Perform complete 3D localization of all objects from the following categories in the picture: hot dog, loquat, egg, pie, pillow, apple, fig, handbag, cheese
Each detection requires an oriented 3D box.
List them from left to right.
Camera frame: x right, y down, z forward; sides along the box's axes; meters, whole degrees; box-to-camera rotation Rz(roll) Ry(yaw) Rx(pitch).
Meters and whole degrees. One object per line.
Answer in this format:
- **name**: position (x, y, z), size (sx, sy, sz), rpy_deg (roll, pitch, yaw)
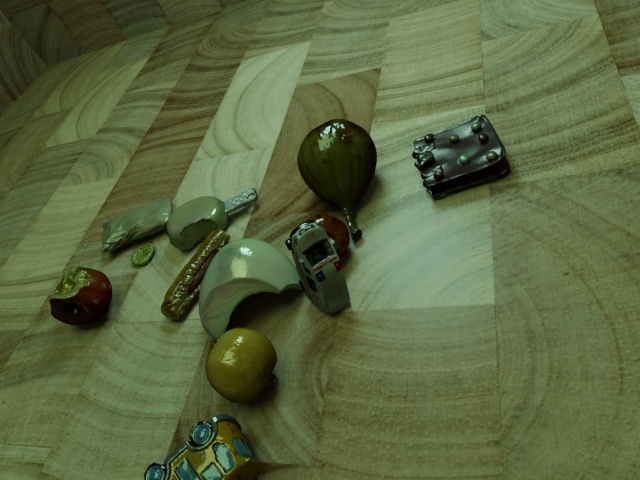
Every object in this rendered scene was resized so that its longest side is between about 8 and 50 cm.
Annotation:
- **apple**: position (-0.658, 0.151, 1.411), size (0.156, 0.147, 0.158), rpy_deg (-50, 25, 26)
- **pillow**: position (-0.586, -0.050, 1.612), size (0.270, 0.067, 0.173), rpy_deg (-24, 38, 6)
- **pie**: position (-0.535, 0.042, 1.533), size (0.084, 0.021, 0.084), rpy_deg (-16, 48, 18)
- **hot dog**: position (-0.334, 0.082, 1.359), size (0.083, 0.068, 0.288), rpy_deg (1, 52, 37)
- **cheese**: position (-0.315, -0.078, 1.487), size (0.287, 0.082, 0.163), rpy_deg (-24, 44, 4)
- **egg**: position (-0.194, 0.087, 1.212), size (0.271, 0.161, 0.206), rpy_deg (-26, 45, 1)
- **loquat**: position (-0.162, 0.258, 1.050), size (0.137, 0.163, 0.163), rpy_deg (-50, 33, 33)
- **fig**: position (-0.004, 0.003, 1.231), size (0.150, 0.128, 0.128), rpy_deg (-28, 34, 45)
- **fig**: position (0.048, -0.145, 1.310), size (0.217, 0.217, 0.320), rpy_deg (-14, 68, 16)
- **handbag**: position (0.344, -0.215, 1.277), size (0.216, 0.074, 0.203), rpy_deg (-17, 44, 13)

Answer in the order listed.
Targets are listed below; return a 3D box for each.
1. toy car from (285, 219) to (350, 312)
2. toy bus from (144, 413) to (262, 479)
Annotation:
- **toy car**: position (0.000, 0.059, 1.103), size (0.089, 0.209, 0.108), rpy_deg (-28, 40, -16)
- **toy bus**: position (-0.212, 0.436, 0.927), size (0.209, 0.126, 0.136), rpy_deg (-42, 53, -14)
